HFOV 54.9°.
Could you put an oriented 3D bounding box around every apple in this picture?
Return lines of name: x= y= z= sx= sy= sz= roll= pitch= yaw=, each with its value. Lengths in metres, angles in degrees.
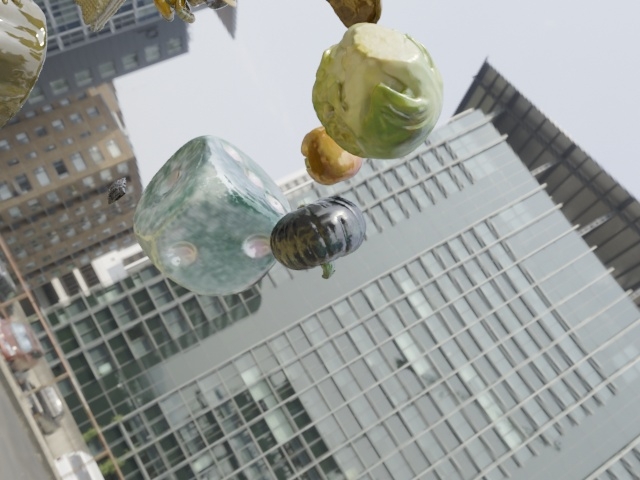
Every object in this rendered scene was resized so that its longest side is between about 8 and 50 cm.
apple: x=0.027 y=-0.258 z=1.834 sx=0.199 sy=0.199 sz=0.199 roll=51 pitch=-23 yaw=31

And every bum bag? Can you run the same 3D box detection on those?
bum bag: x=-0.514 y=-0.126 z=1.553 sx=0.034 sy=0.058 sz=0.124 roll=51 pitch=0 yaw=-25

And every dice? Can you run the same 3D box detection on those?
dice: x=-0.296 y=-0.065 z=1.741 sx=0.348 sy=0.330 sz=0.328 roll=38 pitch=18 yaw=-34

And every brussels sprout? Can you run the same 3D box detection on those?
brussels sprout: x=0.142 y=-0.339 z=1.469 sx=0.344 sy=0.344 sz=0.268 roll=93 pitch=-15 yaw=-55

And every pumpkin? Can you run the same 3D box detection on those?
pumpkin: x=-0.004 y=-0.013 z=1.218 sx=0.150 sy=0.194 sz=0.194 roll=50 pitch=-22 yaw=14

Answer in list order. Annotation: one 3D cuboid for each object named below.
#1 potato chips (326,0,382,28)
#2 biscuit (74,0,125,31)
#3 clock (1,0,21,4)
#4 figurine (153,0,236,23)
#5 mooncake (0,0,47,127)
potato chips: x=0.077 y=-0.603 z=1.476 sx=0.208 sy=0.062 sz=0.195 roll=30 pitch=-32 yaw=40
biscuit: x=-0.477 y=-0.593 z=1.397 sx=0.239 sy=0.062 sz=0.108 roll=-34 pitch=-92 yaw=29
clock: x=-0.764 y=-0.569 z=1.240 sx=0.096 sy=0.308 sz=0.234 roll=149 pitch=-56 yaw=-69
figurine: x=-0.365 y=-0.740 z=1.802 sx=0.167 sy=0.257 sz=0.192 roll=73 pitch=-3 yaw=-54
mooncake: x=-0.838 y=-0.459 z=1.465 sx=0.201 sy=0.378 sz=0.378 roll=16 pitch=29 yaw=-54
